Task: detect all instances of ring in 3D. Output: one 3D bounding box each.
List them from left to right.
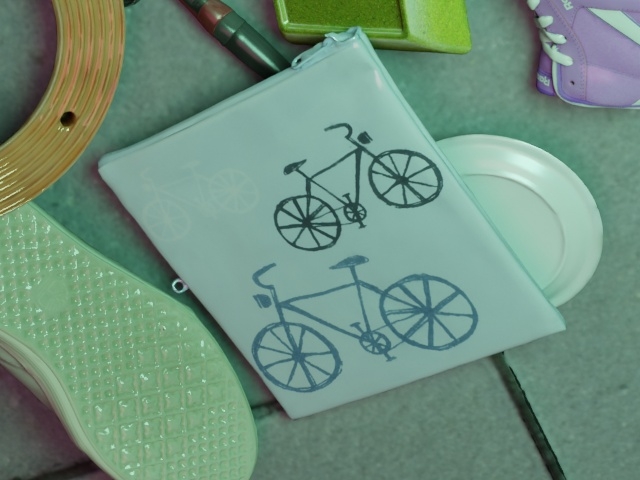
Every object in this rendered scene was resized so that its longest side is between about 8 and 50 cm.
[{"bbox_3d":[-0.324,-0.163,1.248,0.336,0.032,0.337,-11,116,-24],"label":"ring"}]

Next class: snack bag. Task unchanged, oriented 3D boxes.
[{"bbox_3d":[0.000,0.000,1.355,0.323,0.037,0.342,-23,115,35],"label":"snack bag"}]

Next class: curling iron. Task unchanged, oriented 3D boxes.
[{"bbox_3d":[-0.093,-0.181,1.320,0.274,0.035,0.068,33,122,-7],"label":"curling iron"}]

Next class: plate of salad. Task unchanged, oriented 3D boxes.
[{"bbox_3d":[0.152,-0.014,1.355,0.199,0.048,0.200,9,128,12],"label":"plate of salad"}]

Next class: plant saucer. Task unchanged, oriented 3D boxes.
[{"bbox_3d":[0.018,-0.233,1.220,0.188,0.045,0.188,9,123,36],"label":"plant saucer"}]

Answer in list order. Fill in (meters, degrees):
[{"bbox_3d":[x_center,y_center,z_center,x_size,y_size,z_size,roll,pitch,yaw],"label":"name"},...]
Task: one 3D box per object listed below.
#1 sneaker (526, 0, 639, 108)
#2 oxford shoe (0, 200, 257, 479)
[{"bbox_3d":[0.182,-0.199,1.224,0.282,0.102,0.161,29,122,-5],"label":"sneaker"},{"bbox_3d":[-0.231,0.091,1.445,0.449,0.130,0.169,44,72,-21],"label":"oxford shoe"}]
